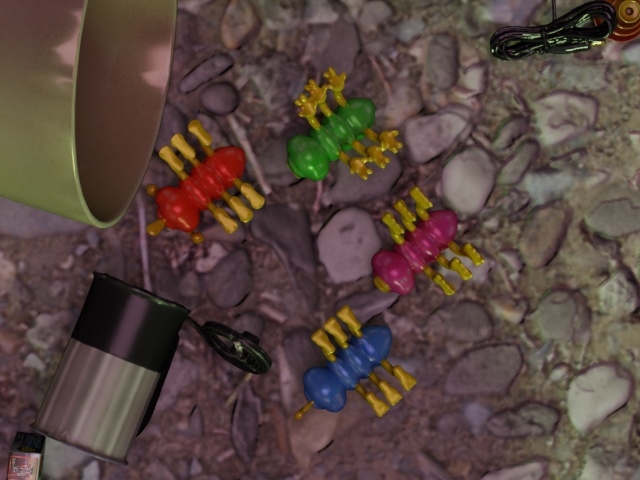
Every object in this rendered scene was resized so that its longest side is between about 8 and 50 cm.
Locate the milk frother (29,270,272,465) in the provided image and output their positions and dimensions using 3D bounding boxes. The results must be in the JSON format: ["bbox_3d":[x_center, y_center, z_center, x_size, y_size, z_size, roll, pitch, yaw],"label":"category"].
[{"bbox_3d":[-0.130,0.113,1.360,0.129,0.143,0.135,26,85,-51],"label":"milk frother"}]

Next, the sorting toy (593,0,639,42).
[{"bbox_3d":[0.249,-0.218,1.449,0.061,0.042,0.102,-27,95,-5],"label":"sorting toy"}]

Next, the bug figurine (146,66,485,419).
[{"bbox_3d":[0.000,0.000,1.417,0.216,0.072,0.279,-39,92,-10],"label":"bug figurine"}]

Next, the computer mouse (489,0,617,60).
[{"bbox_3d":[0.186,-0.248,1.428,0.106,0.042,0.193,-5,91,19],"label":"computer mouse"}]

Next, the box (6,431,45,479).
[{"bbox_3d":[-0.242,0.228,1.389,0.027,0.094,0.137,7,93,-7],"label":"box"}]

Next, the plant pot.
[{"bbox_3d":[-0.274,-0.154,1.308,0.274,0.256,0.257,8,92,9],"label":"plant pot"}]
